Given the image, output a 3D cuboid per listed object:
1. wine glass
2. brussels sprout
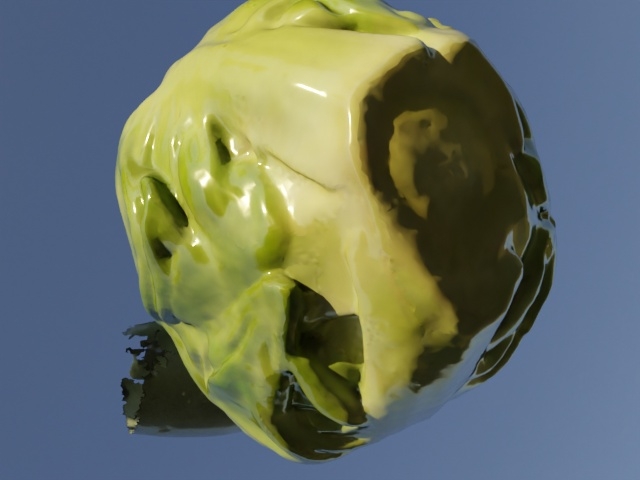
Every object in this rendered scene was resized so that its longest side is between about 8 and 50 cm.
[{"bbox_3d":[-0.058,0.149,0.882,0.321,0.143,0.143,0,-81,-26],"label":"wine glass"},{"bbox_3d":[0.000,0.000,0.534,0.328,0.328,0.247,54,-126,-26],"label":"brussels sprout"}]
